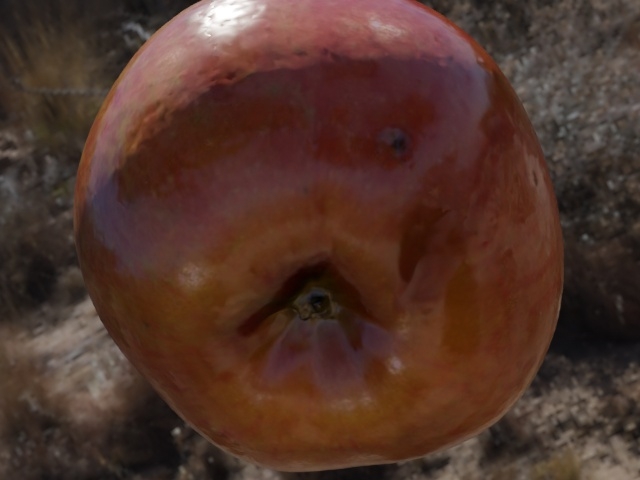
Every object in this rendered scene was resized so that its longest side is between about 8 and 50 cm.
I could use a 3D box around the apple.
[{"bbox_3d":[0.000,0.000,0.507,0.209,0.209,0.164,-26,27,10],"label":"apple"}]
